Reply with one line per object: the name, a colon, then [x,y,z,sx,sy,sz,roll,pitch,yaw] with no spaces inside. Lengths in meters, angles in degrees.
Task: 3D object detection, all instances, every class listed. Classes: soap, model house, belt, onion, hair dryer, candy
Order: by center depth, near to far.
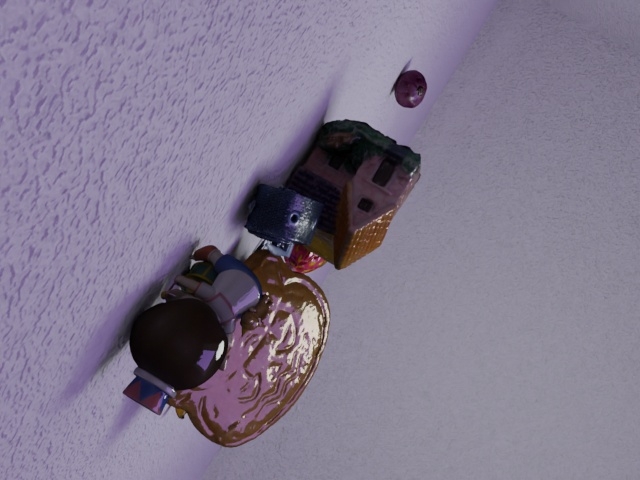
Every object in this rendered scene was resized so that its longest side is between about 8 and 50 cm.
belt: [-0.070,-0.033,1.408,0.218,0.122,0.128,19,89,-79]
model house: [0.054,-0.094,1.561,0.237,0.237,0.202,-60,179,-26]
hair dryer: [-0.122,0.004,1.681,0.083,0.026,0.047,-53,171,-18]
soap: [0.001,-0.030,1.792,0.089,0.173,0.274,-54,172,-9]
candy: [-0.121,0.108,1.942,0.365,0.124,0.124,-45,169,-21]
onion: [0.268,-0.458,2.240,0.104,0.115,0.115,30,-92,52]

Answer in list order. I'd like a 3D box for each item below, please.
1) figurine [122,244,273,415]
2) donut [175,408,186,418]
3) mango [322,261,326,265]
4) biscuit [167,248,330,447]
figurine: [-0.204,0.138,1.149,0.158,0.161,0.275,-14,-155,42]
donut: [-0.322,0.393,1.806,0.038,0.067,0.083,145,-52,-62]
mango: [0.000,0.000,2.298,0.137,0.098,0.195,110,6,-51]
biscuit: [-0.131,0.220,1.496,0.385,0.062,0.365,-55,132,-19]
